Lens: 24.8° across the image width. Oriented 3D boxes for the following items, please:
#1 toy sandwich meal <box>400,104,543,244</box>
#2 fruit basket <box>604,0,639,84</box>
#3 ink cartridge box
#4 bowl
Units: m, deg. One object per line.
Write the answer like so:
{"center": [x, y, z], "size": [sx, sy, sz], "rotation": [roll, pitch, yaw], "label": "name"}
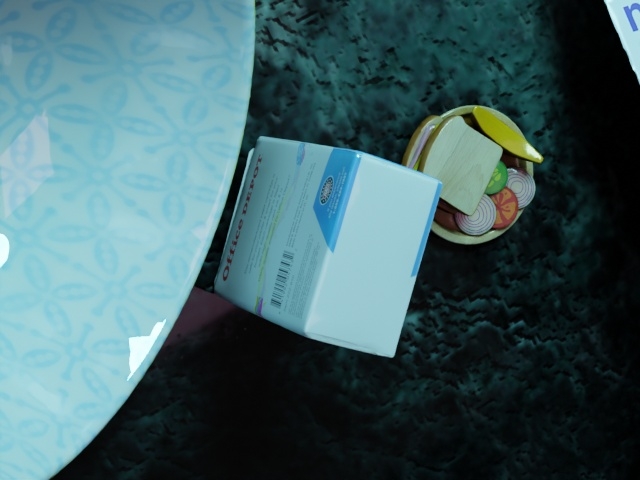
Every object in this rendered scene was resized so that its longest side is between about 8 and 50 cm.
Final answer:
{"center": [0.085, -0.037, 0.797], "size": [0.085, 0.029, 0.086], "rotation": [-3, 97, -22], "label": "toy sandwich meal"}
{"center": [0.338, -0.061, 0.816], "size": [0.327, 0.165, 0.353], "rotation": [-20, 90, -28], "label": "fruit basket"}
{"center": [0.000, 0.000, 0.718], "size": [0.052, 0.122, 0.088], "rotation": [16, 91, -27], "label": "ink cartridge box"}
{"center": [-0.163, -0.047, 0.610], "size": [0.156, 0.289, 0.289], "rotation": [20, 88, 20], "label": "bowl"}
